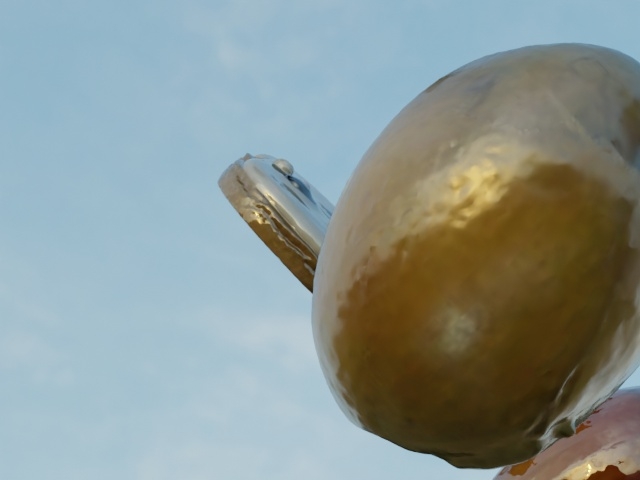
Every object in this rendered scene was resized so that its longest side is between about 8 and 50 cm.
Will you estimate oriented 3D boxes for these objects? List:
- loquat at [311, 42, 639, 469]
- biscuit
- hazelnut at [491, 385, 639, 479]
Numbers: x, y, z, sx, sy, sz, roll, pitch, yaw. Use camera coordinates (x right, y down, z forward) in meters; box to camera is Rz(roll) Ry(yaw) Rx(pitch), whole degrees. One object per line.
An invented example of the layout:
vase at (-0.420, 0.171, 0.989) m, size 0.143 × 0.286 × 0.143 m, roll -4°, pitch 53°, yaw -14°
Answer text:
loquat at (0.093, 0.005, 0.953) m, size 0.179 × 0.227 × 0.179 m, roll 28°, pitch 3°, yaw -1°
biscuit at (0.000, 0.000, 1.402) m, size 0.181 × 0.208 × 0.049 m, roll 45°, pitch -86°, yaw 2°
hazelnut at (0.197, 0.196, 1.309) m, size 0.210 × 0.186 × 0.210 m, roll 10°, pitch -37°, yaw 8°
